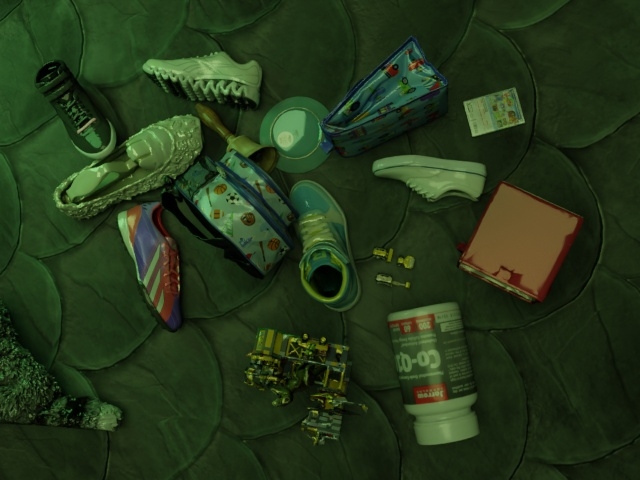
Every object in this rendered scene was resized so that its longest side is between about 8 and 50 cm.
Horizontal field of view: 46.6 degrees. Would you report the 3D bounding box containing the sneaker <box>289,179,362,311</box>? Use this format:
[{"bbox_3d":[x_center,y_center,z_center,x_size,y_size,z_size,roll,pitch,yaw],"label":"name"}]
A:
[{"bbox_3d":[0.000,0.000,1.644,0.127,0.208,0.319,-23,81,8],"label":"sneaker"}]

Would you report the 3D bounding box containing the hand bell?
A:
[{"bbox_3d":[-0.221,-0.250,1.776,0.126,0.126,0.242,-44,66,3],"label":"hand bell"}]

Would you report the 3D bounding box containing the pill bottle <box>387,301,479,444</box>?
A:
[{"bbox_3d":[0.246,0.283,1.597,0.161,0.161,0.283,-12,82,8],"label":"pill bottle"}]

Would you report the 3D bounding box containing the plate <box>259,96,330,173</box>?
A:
[{"bbox_3d":[-0.056,-0.254,1.772,0.188,0.024,0.188,-1,85,9],"label":"plate"}]

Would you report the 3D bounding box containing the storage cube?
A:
[{"bbox_3d":[0.417,0.007,1.583,0.215,0.183,0.193,28,89,11],"label":"storage cube"}]

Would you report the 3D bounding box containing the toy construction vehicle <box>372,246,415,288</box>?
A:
[{"bbox_3d":[0.163,0.064,1.702,0.098,0.035,0.086,10,75,8],"label":"toy construction vehicle"}]

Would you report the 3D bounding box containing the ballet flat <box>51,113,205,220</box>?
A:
[{"bbox_3d":[-0.462,-0.171,1.780,0.409,0.147,0.147,-31,80,5],"label":"ballet flat"}]

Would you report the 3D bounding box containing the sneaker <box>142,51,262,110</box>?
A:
[{"bbox_3d":[-0.279,-0.400,1.791,0.292,0.110,0.118,12,79,3],"label":"sneaker"}]

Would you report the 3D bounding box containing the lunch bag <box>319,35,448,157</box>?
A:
[{"bbox_3d":[0.128,-0.278,1.642,0.293,0.221,0.138,-35,80,5],"label":"lunch bag"}]

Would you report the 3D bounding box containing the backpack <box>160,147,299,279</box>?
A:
[{"bbox_3d":[-0.167,-0.051,1.605,0.213,0.276,0.263,-44,40,4],"label":"backpack"}]

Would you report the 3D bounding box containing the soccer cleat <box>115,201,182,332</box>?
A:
[{"bbox_3d":[-0.379,0.059,1.759,0.116,0.108,0.318,-24,79,3],"label":"soccer cleat"}]

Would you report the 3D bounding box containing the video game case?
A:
[{"bbox_3d":[0.397,-0.293,1.703,0.122,0.011,0.087,-14,82,8],"label":"video game case"}]

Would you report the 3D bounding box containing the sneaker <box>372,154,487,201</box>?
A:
[{"bbox_3d":[0.243,-0.136,1.672,0.258,0.094,0.091,5,81,9],"label":"sneaker"}]

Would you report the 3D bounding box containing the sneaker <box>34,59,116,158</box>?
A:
[{"bbox_3d":[-0.590,-0.315,1.759,0.104,0.147,0.296,-37,58,-3],"label":"sneaker"}]

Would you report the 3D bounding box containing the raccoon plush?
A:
[{"bbox_3d":[-0.689,0.291,1.790,0.446,0.216,0.299,11,71,-18],"label":"raccoon plush"}]

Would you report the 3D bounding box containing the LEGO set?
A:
[{"bbox_3d":[-0.045,0.325,1.570,0.255,0.331,0.192,13,69,-3],"label":"LEGO set"}]
